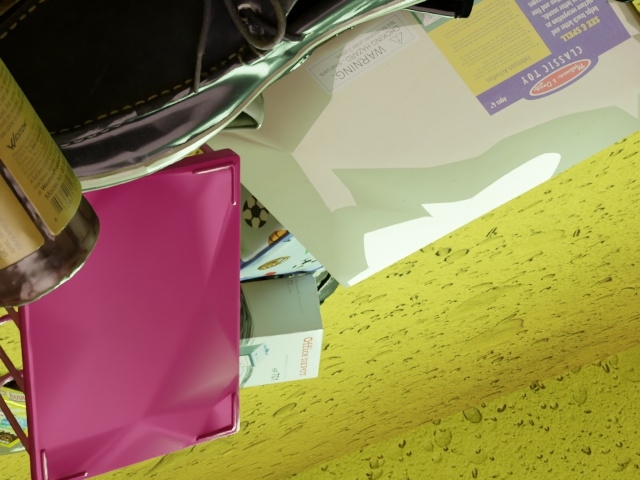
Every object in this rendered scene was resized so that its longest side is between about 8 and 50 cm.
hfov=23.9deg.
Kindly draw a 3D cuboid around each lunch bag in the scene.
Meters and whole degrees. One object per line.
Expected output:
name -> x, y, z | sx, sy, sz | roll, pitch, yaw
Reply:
lunch bag -> 0.031, -0.063, 1.697 | 0.303, 0.115, 0.243 | -33, 162, 32

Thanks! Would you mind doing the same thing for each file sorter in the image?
file sorter -> -0.203, 0.038, 1.384 | 0.202, 0.182, 0.291 | -14, 122, -26

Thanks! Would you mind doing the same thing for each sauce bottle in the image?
sauce bottle -> -0.260, -0.113, 0.939 | 0.111, 0.111, 0.344 | -24, 122, 4

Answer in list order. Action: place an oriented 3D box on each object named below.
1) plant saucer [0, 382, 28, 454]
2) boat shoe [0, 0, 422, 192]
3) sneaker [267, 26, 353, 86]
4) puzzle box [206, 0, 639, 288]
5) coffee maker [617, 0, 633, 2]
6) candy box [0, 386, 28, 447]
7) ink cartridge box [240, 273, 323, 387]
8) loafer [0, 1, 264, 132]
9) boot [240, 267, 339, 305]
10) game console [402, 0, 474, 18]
plant saucer -> -0.381, 0.236, 2.171 | 0.277, 0.041, 0.278 | -20, 162, -7
boat shoe -> -0.062, -0.197, 1.093 | 0.500, 0.187, 0.156 | -27, 160, -5
sneaker -> 0.008, -0.199, 1.317 | 0.118, 0.083, 0.222 | -5, 154, -44
puzzle box -> 0.114, -0.135, 1.456 | 0.409, 0.052, 0.272 | -29, 127, 20
coffee maker -> 0.276, -0.275, 1.198 | 0.178, 0.171, 0.120 | -47, 167, 6
candy box -> -0.454, 0.222, 1.987 | 0.105, 0.027, 0.206 | -34, 144, 25
ink cartridge box -> -0.098, 0.116, 1.827 | 0.190, 0.082, 0.140 | -6, 150, -7
loafer -> -0.191, -0.125, 1.219 | 0.319, 0.111, 0.112 | -8, 156, -24
boot -> 0.000, 0.000, 1.912 | 0.229, 0.091, 0.263 | -39, 158, 25
game console -> 0.101, -0.251, 1.269 | 0.107, 0.122, 0.071 | 7, -169, -18
